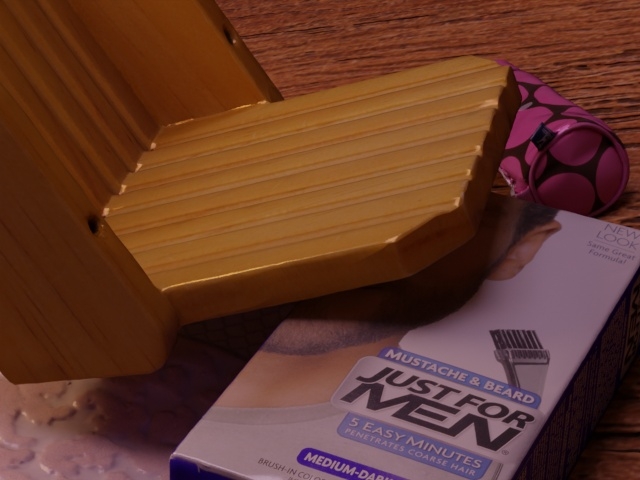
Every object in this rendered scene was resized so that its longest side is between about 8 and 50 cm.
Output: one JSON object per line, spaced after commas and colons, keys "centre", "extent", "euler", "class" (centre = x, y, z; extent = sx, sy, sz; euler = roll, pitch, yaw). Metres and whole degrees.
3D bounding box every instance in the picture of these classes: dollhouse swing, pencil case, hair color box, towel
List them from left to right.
{"centre": [-0.138, 0.102, 1.308], "extent": [0.332, 0.053, 0.317], "euler": [20, 39, 18], "class": "towel"}
{"centre": [-0.085, -0.113, 1.286], "extent": [0.305, 0.315, 0.347], "euler": [-27, 17, 26], "class": "dollhouse swing"}
{"centre": [0.067, 0.097, 1.206], "extent": [0.185, 0.110, 0.339], "euler": [15, 36, 20], "class": "hair color box"}
{"centre": [0.166, -0.084, 1.592], "extent": [0.098, 0.095, 0.209], "euler": [-37, 24, -2], "class": "pencil case"}
